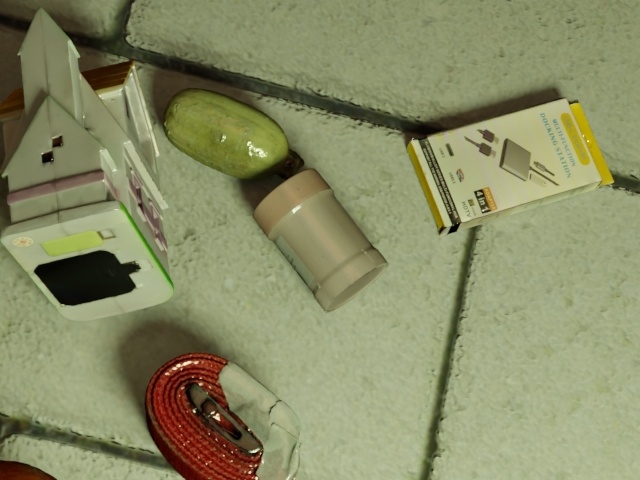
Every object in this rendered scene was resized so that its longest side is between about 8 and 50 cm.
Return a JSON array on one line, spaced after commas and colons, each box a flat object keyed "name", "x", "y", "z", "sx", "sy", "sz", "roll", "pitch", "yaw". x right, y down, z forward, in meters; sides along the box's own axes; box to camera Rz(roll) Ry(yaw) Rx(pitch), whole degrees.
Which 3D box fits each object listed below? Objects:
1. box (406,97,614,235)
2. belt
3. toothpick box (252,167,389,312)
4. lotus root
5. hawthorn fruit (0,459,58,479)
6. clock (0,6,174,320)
[{"name": "box", "x": 0.245, "y": -0.100, "z": 1.824, "sx": 0.247, "sy": 0.033, "sz": 0.129, "roll": -17, "pitch": 72, "yaw": -13}, {"name": "belt", "x": -0.109, "y": 0.214, "z": 1.618, "sx": 0.201, "sy": 0.124, "sz": 0.128, "roll": 38, "pitch": 72, "yaw": 8}, {"name": "toothpick box", "x": 0.000, "y": 0.000, "z": 1.722, "sx": 0.098, "sy": 0.098, "sz": 0.149, "roll": -34, "pitch": 78, "yaw": -17}, {"name": "lotus root", "x": -0.107, "y": -0.125, "z": 1.760, "sx": 0.183, "sy": 0.090, "sz": 0.077, "roll": 26, "pitch": 42, "yaw": 1}, {"name": "hawthorn fruit", "x": -0.353, "y": 0.358, "z": 1.442, "sx": 0.311, "sy": 0.295, "sz": 0.295, "roll": 29, "pitch": 66, "yaw": -28}, {"name": "clock", "x": -0.282, "y": -0.095, "z": 1.661, "sx": 0.166, "sy": 0.235, "sz": 0.309, "roll": -13, "pitch": 61, "yaw": 5}]
